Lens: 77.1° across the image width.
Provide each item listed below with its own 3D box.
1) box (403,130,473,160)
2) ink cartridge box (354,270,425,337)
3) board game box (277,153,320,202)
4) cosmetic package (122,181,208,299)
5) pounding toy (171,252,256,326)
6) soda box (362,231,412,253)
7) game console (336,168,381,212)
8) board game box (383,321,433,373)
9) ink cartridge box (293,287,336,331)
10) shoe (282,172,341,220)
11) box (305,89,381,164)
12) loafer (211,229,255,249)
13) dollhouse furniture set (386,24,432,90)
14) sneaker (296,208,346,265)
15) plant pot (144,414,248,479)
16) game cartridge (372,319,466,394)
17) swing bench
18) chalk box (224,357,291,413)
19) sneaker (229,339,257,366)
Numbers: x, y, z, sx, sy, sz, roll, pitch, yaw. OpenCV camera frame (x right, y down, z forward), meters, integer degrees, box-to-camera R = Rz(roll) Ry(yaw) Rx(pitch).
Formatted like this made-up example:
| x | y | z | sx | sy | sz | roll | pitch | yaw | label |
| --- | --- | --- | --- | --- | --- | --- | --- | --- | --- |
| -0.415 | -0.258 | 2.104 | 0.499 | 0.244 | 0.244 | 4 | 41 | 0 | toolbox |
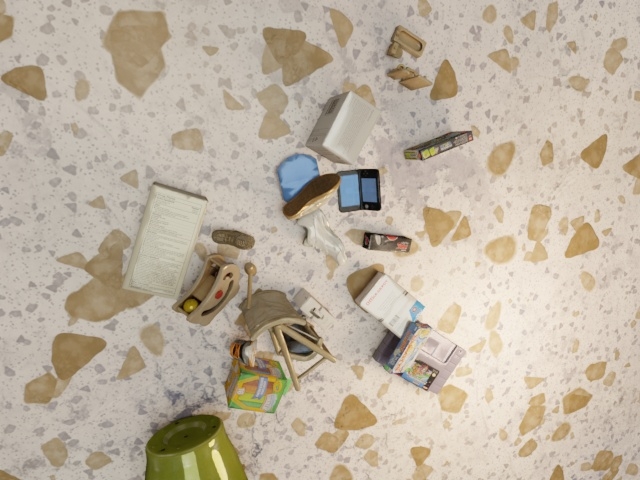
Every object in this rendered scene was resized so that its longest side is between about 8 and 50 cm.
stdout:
| x | y | z | sx | sy | sz | roll | pitch | yaw | label |
| --- | --- | --- | --- | --- | --- | --- | --- | --- | --- |
| 0.406 | -0.328 | 1.387 | 0.207 | 0.114 | 0.036 | -23 | 109 | -13 | box |
| 0.250 | 0.230 | 1.459 | 0.203 | 0.086 | 0.148 | 40 | 88 | -9 | ink cartridge box |
| -0.068 | -0.195 | 1.302 | 0.133 | 0.033 | 0.168 | -16 | 106 | -10 | board game box |
| -0.451 | 0.000 | 1.175 | 0.160 | 0.113 | 0.309 | 18 | 96 | -22 | cosmetic package |
| -0.293 | 0.146 | 1.204 | 0.269 | 0.155 | 0.154 | -49 | 153 | -26 | pounding toy |
| 0.239 | 0.009 | 1.442 | 0.169 | 0.053 | 0.060 | 5 | 101 | -20 | soda box |
| 0.130 | -0.165 | 1.350 | 0.085 | 0.124 | 0.143 | -20 | 111 | -41 | game console |
| 0.324 | 0.394 | 1.470 | 0.136 | 0.035 | 0.201 | 18 | 104 | -49 | board game box |
| -0.022 | 0.236 | 1.382 | 0.056 | 0.099 | 0.135 | -46 | 111 | -3 | ink cartridge box |
| -0.025 | -0.138 | 1.283 | 0.219 | 0.076 | 0.058 | -36 | 153 | -6 | shoe |
| 0.065 | -0.340 | 1.232 | 0.119 | 0.181 | 0.181 | 26 | 93 | -22 | box |
| -0.276 | -0.009 | 1.268 | 0.148 | 0.050 | 0.056 | 17 | 100 | -37 | loafer |
| 0.297 | -0.591 | 1.283 | 0.144 | 0.123 | 0.151 | 21 | 95 | -22 | dollhouse furniture set |
| 0.000 | 0.000 | 1.350 | 0.115 | 0.090 | 0.232 | -34 | 102 | -2 | sneaker |
| -0.396 | 0.772 | 1.274 | 0.367 | 0.366 | 0.352 | -10 | 93 | -16 | plant pot |
| 0.398 | 0.457 | 1.600 | 0.355 | 0.068 | 0.230 | 33 | 86 | -22 | game cartridge |
| -0.113 | 0.289 | 1.281 | 0.165 | 0.253 | 0.254 | -37 | 112 | -8 | swing bench |
| -0.199 | 0.489 | 1.363 | 0.213 | 0.132 | 0.132 | 17 | 97 | -21 | chalk box |
| -0.248 | 0.355 | 1.282 | 0.083 | 0.215 | 0.084 | 11 | 72 | -10 | sneaker |
